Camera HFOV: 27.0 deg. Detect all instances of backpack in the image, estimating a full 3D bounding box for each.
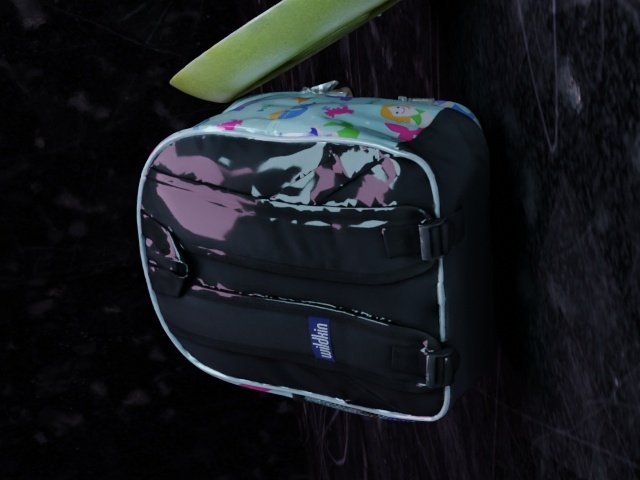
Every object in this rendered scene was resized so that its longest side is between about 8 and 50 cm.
[{"bbox_3d":[0.000,0.000,0.970,0.191,0.254,0.225,-44,-47,-57],"label":"backpack"}]

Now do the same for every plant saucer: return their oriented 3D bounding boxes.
[{"bbox_3d":[0.000,-0.165,0.993,0.037,0.241,0.241,59,176,-6],"label":"plant saucer"}]

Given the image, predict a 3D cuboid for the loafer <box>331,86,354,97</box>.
[{"bbox_3d":[0.023,-0.127,1.558,0.148,0.050,0.056,-106,10,-55],"label":"loafer"}]
